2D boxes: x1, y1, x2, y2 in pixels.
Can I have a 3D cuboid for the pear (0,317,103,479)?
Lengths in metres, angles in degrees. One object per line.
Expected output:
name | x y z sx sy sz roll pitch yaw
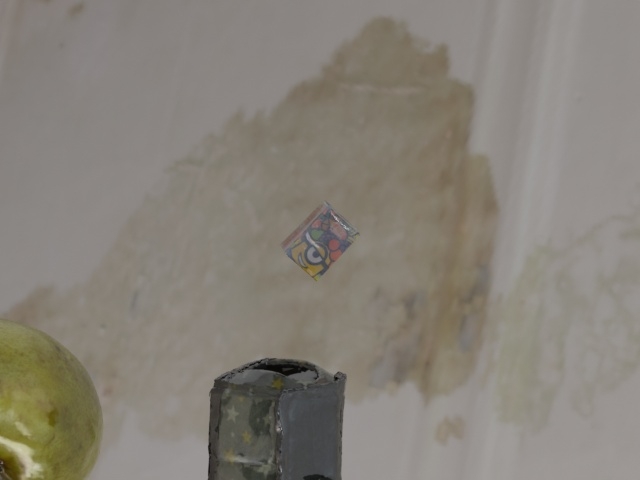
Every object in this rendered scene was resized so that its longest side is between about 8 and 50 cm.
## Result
pear | -0.447 0.247 2.040 0.304 0.304 0.304 -29 -128 46

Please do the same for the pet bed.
pet bed | -0.035 0.257 1.804 0.159 0.183 0.210 5 -84 24

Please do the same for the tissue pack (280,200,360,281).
tissue pack | 0.000 0.000 1.850 0.083 0.063 0.035 -45 -157 5
